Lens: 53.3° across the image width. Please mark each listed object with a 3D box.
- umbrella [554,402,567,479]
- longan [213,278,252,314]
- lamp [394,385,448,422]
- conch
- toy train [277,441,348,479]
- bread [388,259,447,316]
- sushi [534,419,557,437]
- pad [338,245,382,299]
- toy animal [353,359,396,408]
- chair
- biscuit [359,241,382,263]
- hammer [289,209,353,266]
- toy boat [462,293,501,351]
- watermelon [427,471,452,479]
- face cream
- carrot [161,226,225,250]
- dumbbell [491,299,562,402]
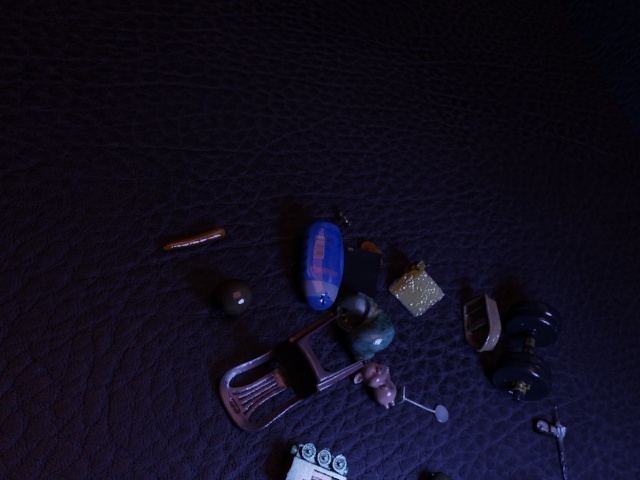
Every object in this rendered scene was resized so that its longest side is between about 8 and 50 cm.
[{"bbox_3d":[0.781,0.663,2.059,0.044,0.044,0.268,38,47,-58],"label":"umbrella"},{"bbox_3d":[-0.237,0.147,1.709,0.106,0.106,0.119,-9,27,-34],"label":"longan"},{"bbox_3d":[0.304,0.481,1.867,0.198,0.056,0.050,25,51,-20],"label":"lamp"},{"bbox_3d":[0.126,0.254,1.843,0.176,0.122,0.188,8,56,5],"label":"conch"},{"bbox_3d":[-0.013,0.583,1.612,0.176,0.074,0.118,30,62,-19],"label":"toy train"},{"bbox_3d":[0.304,0.153,2.042,0.152,0.127,0.147,-39,89,-6],"label":"bread"},{"bbox_3d":[0.726,0.600,2.049,0.083,0.044,0.045,23,56,-20],"label":"sushi"},{"bbox_3d":[0.122,0.098,1.958,0.116,0.004,0.193,12,47,2],"label":"pad"},{"bbox_3d":[0.162,0.407,1.811,0.150,0.089,0.083,57,21,12],"label":"toy animal"},{"bbox_3d":[-0.079,0.338,1.635,0.327,0.183,0.175,-24,77,-38],"label":"chair"},{"bbox_3d":[0.164,0.044,2.048,0.078,0.015,0.091,-12,71,-36],"label":"biscuit"},{"bbox_3d":[0.000,0.000,1.973,0.058,0.029,0.292,46,53,2],"label":"hammer"},{"bbox_3d":[0.526,0.277,2.068,0.061,0.116,0.188,20,54,-28],"label":"toy boat"},{"bbox_3d":[0.336,0.686,1.752,0.078,0.078,0.110,-31,83,-38],"label":"watermelon"},{"bbox_3d":[0.004,0.077,1.879,0.149,0.083,0.263,18,64,-30],"label":"face cream"},{"bbox_3d":[-0.348,0.000,1.758,0.190,0.037,0.037,-18,74,-35],"label":"carrot"},{"bbox_3d":[0.672,0.353,2.067,0.185,0.185,0.388,34,52,-10],"label":"dumbbell"}]
